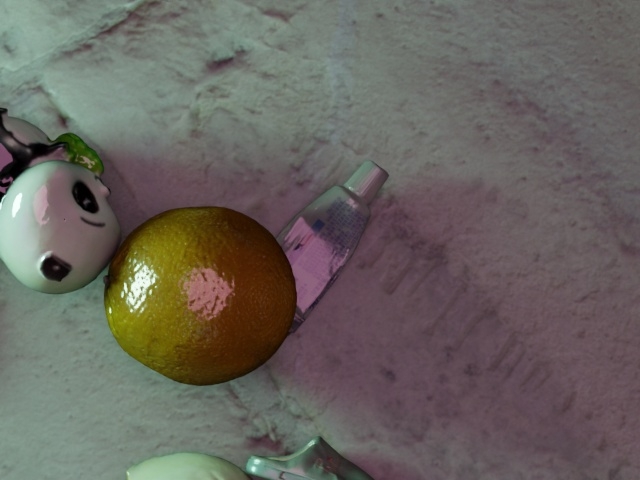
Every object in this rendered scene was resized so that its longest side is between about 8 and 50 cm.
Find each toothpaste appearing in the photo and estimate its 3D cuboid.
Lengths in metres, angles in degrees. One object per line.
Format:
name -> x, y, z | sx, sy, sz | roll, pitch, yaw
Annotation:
toothpaste -> 0.001, 0.001, 2.001 | 0.099, 0.068, 0.282 | 37, 87, 29

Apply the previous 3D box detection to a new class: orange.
orange -> -0.170, 0.075, 1.859 | 0.264, 0.264, 0.264 | 1, 81, -9

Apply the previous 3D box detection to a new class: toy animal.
toy animal -> -0.394, -0.056, 1.855 | 0.266, 0.212, 0.213 | 30, 78, 9

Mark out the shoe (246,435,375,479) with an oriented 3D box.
shoe -> -0.007, 0.320, 1.934 | 0.195, 0.079, 0.078 | 9, 87, -3

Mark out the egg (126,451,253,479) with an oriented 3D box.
egg -> -0.166, 0.429, 1.845 | 0.264, 0.174, 0.286 | -10, 79, -14
